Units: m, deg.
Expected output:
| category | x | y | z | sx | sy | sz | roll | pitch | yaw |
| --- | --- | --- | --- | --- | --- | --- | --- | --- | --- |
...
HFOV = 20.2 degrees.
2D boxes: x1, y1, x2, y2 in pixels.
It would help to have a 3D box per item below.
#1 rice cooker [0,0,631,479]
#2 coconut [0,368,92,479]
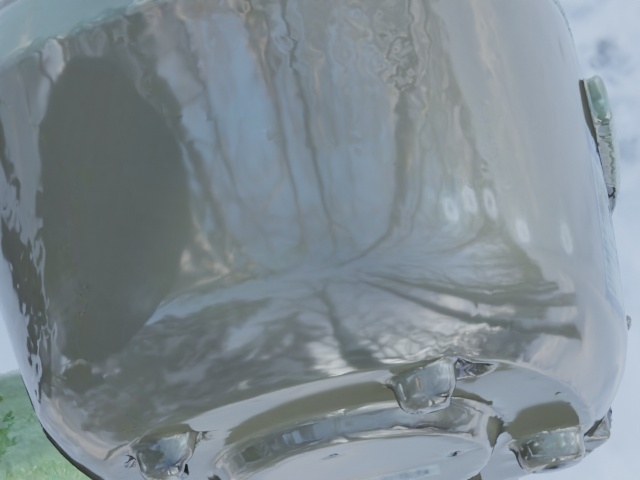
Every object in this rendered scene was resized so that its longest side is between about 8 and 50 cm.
| category | x | y | z | sx | sy | sz | roll | pitch | yaw |
| --- | --- | --- | --- | --- | --- | --- | --- | --- | --- |
| rice cooker | 0.000 | 0.000 | 0.420 | 0.145 | 0.127 | 0.206 | -15 | 157 | 12 |
| coconut | -0.137 | 0.237 | 1.030 | 0.328 | 0.329 | 0.281 | -6 | 161 | -9 |
